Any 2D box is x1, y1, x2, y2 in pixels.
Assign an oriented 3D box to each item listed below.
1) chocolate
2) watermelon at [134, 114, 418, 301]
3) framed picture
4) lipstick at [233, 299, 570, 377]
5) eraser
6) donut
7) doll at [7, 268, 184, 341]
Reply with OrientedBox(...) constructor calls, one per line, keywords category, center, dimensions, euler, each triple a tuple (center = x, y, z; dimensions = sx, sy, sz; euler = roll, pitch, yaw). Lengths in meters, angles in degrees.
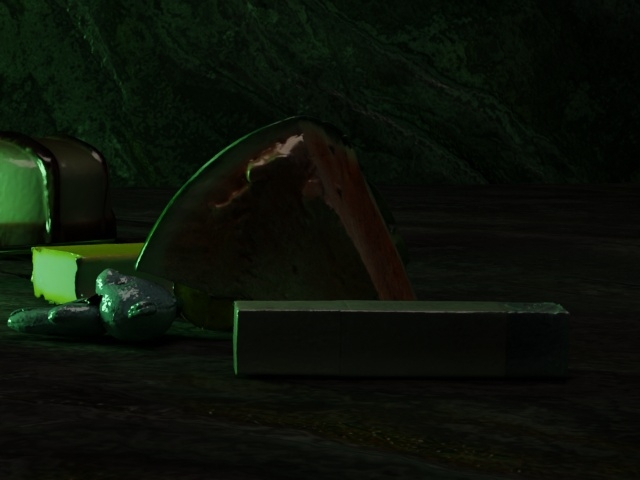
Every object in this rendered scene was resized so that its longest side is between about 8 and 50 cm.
OrientedBox(category="chocolate", center=(-0.448, -0.076, 2.330), dimensions=(0.283, 0.186, 0.283), euler=(1, 6, 0))
OrientedBox(category="watermelon", center=(-0.013, -0.031, 1.686), dimensions=(0.319, 0.222, 0.292), euler=(14, 8, 5))
OrientedBox(category="framed picture", center=(-0.324, 0.018, 2.011), dimensions=(0.199, 0.010, 0.195), euler=(-4, -7, 14))
OrientedBox(category="lipstick", center=(0.076, 0.093, 1.435), dimensions=(0.317, 0.068, 0.066), euler=(1, 7, -5))
OrientedBox(category="eraser", center=(-0.228, 0.040, 1.845), dimensions=(0.226, 0.069, 0.158), euler=(-2, 3, -33))
OrientedBox(category="donut", center=(-0.116, 0.068, 1.664), dimensions=(0.083, 0.067, 0.038), euler=(-17, -7, -3))
OrientedBox(category="doll", center=(-0.237, 0.066, 1.580), dimensions=(0.179, 0.075, 0.120), euler=(3, 3, 12))
